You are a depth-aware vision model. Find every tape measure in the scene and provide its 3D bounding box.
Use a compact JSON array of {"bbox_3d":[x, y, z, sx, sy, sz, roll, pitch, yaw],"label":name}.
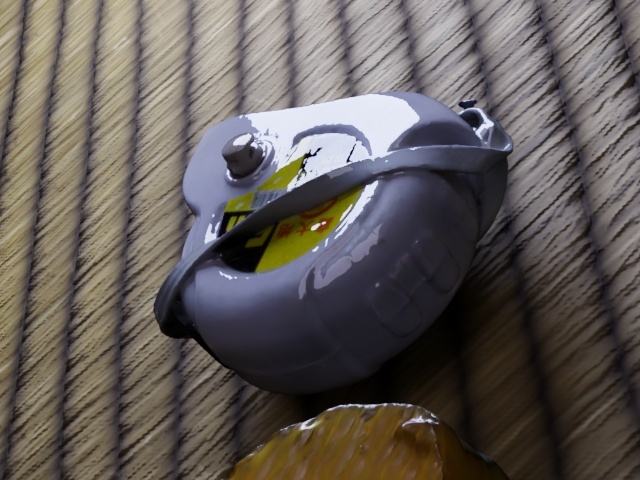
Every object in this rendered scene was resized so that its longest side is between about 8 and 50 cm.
[{"bbox_3d":[0.000,0.000,0.824,0.236,0.120,0.197,-7,46,39],"label":"tape measure"}]

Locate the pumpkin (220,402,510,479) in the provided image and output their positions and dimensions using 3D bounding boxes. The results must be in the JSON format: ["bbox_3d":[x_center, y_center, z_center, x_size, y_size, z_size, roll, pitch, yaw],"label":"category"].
[{"bbox_3d":[0.066,0.190,0.605,0.281,0.139,0.190,18,68,43],"label":"pumpkin"}]
